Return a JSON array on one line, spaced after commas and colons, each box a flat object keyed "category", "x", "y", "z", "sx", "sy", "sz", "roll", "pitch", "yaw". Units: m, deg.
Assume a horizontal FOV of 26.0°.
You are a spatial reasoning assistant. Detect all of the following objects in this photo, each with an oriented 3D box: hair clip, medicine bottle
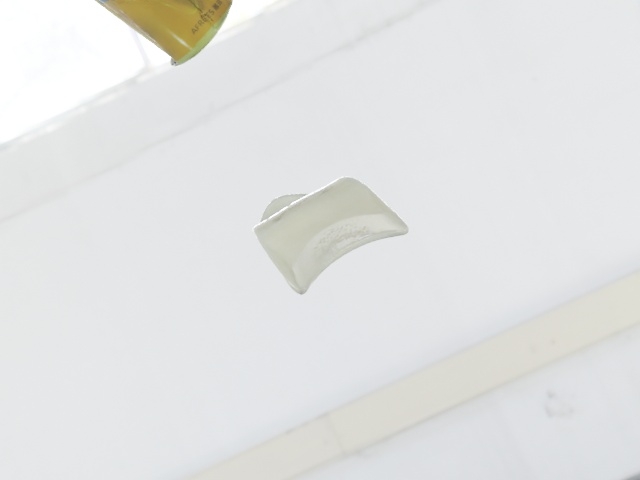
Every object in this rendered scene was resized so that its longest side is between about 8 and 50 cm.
[{"category": "hair clip", "x": -0.008, "y": -0.016, "z": 1.902, "sx": 0.172, "sy": 0.113, "sz": 0.282, "roll": -30, "pitch": 5, "yaw": -10}, {"category": "medicine bottle", "x": -0.220, "y": -0.317, "z": 1.604, "sx": 0.124, "sy": 0.239, "sz": 0.124, "roll": -38, "pitch": 31, "yaw": 28}]
